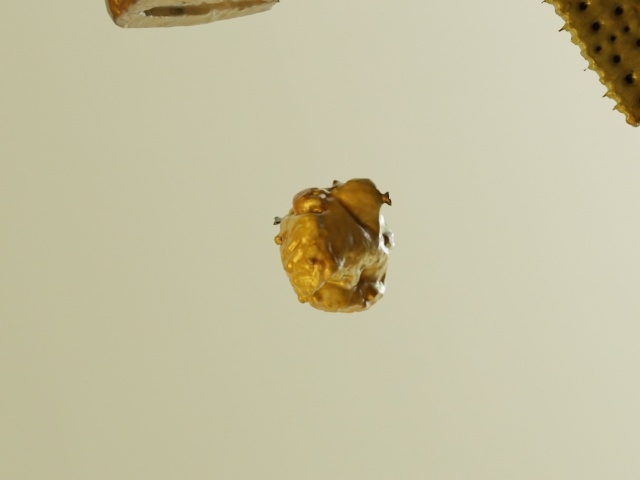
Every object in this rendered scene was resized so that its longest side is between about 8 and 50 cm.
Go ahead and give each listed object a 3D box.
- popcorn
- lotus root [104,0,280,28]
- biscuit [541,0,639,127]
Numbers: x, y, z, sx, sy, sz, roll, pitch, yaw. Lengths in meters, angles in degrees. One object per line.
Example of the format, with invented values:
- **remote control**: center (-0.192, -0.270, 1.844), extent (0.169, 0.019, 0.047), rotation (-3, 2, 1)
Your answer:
- **popcorn**: center (0.000, 0.000, 0.901), extent (0.084, 0.084, 0.084), rotation (24, -126, -39)
- **lotus root**: center (-0.064, -0.195, 0.911), extent (0.135, 0.159, 0.095), rotation (-19, -109, -36)
- **biscuit**: center (0.259, -0.225, 1.352), extent (0.139, 0.016, 0.231), rotation (-35, -84, -15)
